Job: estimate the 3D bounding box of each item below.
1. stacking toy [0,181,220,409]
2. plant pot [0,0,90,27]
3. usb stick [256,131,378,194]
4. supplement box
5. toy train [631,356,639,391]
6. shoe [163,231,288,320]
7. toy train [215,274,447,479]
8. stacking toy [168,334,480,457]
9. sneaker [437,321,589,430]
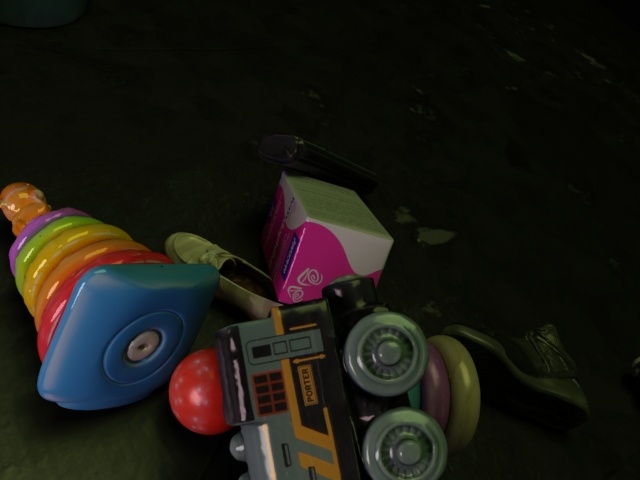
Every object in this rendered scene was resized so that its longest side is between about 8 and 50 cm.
[{"bbox_3d":[-0.270,0.025,0.824,0.302,0.165,0.175,39,22,31],"label":"stacking toy"},{"bbox_3d":[-0.495,-0.525,1.224,0.293,0.235,0.293,18,38,-14],"label":"plant pot"},{"bbox_3d":[0.004,-0.109,1.115,0.077,0.045,0.278,9,-1,27],"label":"usb stick"},{"bbox_3d":[0.000,0.000,0.969,0.114,0.111,0.220,15,15,-17],"label":"supplement box"},{"bbox_3d":[0.526,0.235,1.113,0.105,0.080,0.184,5,43,-19],"label":"toy train"},{"bbox_3d":[-0.100,0.049,0.955,0.219,0.058,0.076,34,38,8],"label":"shoe"},{"bbox_3d":[0.014,0.202,0.707,0.190,0.142,0.333,-9,81,-8],"label":"toy train"},{"bbox_3d":[0.000,0.171,0.837,0.331,0.141,0.141,3,44,-18],"label":"stacking toy"},{"bbox_3d":[0.255,0.156,1.032,0.228,0.087,0.130,25,36,-9],"label":"sneaker"}]
